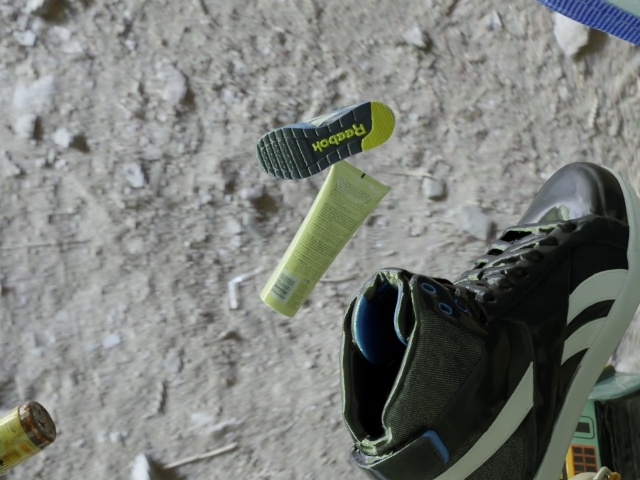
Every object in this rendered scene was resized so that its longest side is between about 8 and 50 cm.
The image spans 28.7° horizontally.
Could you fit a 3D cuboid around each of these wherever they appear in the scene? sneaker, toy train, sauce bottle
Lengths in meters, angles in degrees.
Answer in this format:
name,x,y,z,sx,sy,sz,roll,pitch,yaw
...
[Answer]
name,x,y,z,sx,sy,sz,roll,pitch,yaw
sneaker,0.081,0.025,0.594,0.079,0.121,0.217,-14,45,49
sneaker,0.007,-0.096,1.191,0.144,0.059,0.053,-14,101,18
toy train,0.256,0.275,1.267,0.190,0.142,0.334,-2,97,45
sauce bottle,-0.269,0.173,0.981,0.128,0.042,0.042,-32,82,8

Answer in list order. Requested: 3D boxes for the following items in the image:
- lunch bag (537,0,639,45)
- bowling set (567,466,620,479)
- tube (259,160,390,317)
name,x,y,z,sx,sy,sz,roll,pitch,yaw
lunch bag,0.252,-0.230,0.484,0.328,0.385,0.239,-60,38,41
bowling set,0.190,0.268,1.000,0.287,0.154,0.200,-44,38,-13
tube,0.000,0.000,1.820,0.062,0.070,0.240,41,104,34
